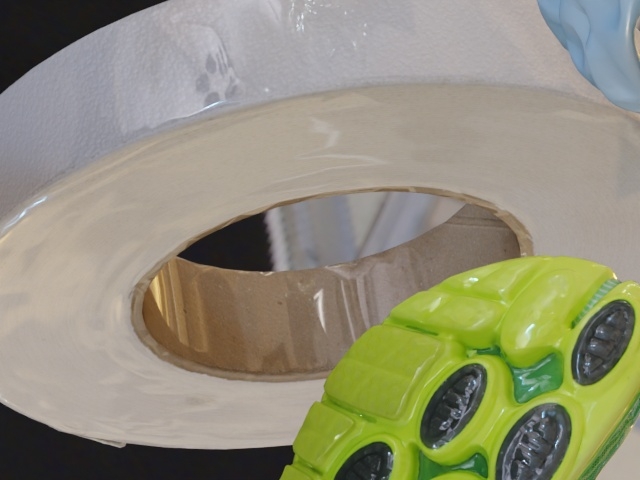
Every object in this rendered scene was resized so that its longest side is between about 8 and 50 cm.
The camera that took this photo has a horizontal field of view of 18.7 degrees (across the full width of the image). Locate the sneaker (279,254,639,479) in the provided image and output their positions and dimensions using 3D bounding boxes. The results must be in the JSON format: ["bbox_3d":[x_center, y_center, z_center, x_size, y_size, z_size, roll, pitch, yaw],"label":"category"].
[{"bbox_3d":[0.042,0.128,0.773,0.123,0.109,0.295,6,-58,-50],"label":"sneaker"}]

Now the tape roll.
[{"bbox_3d":[0.000,0.000,0.999,0.392,0.072,0.392,-8,-28,-4],"label":"tape roll"}]

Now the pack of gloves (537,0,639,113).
[{"bbox_3d":[0.096,-0.055,0.529,0.046,0.195,0.232,-41,-26,-8],"label":"pack of gloves"}]
